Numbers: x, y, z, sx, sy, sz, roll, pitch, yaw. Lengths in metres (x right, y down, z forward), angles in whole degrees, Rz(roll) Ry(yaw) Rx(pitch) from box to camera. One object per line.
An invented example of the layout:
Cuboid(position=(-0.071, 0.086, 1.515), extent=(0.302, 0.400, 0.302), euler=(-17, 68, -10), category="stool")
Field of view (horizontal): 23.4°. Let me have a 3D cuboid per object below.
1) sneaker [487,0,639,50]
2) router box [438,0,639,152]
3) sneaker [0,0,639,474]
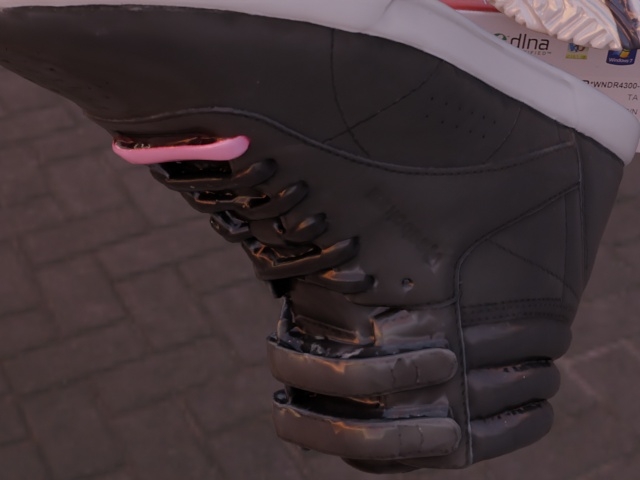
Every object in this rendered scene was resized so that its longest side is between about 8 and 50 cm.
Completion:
Cuboid(position=(0.197, -0.148, 0.729), extent=(0.235, 0.094, 0.153), euler=(-4, 10, 36), category="sneaker")
Cuboid(position=(0.048, -0.165, 0.897), extent=(0.336, 0.082, 0.301), euler=(1, 34, -7), category="router box")
Cuboid(position=(0.001, 0.000, 0.495), extent=(0.105, 0.146, 0.296), euler=(6, -5, 43), category="sneaker")
